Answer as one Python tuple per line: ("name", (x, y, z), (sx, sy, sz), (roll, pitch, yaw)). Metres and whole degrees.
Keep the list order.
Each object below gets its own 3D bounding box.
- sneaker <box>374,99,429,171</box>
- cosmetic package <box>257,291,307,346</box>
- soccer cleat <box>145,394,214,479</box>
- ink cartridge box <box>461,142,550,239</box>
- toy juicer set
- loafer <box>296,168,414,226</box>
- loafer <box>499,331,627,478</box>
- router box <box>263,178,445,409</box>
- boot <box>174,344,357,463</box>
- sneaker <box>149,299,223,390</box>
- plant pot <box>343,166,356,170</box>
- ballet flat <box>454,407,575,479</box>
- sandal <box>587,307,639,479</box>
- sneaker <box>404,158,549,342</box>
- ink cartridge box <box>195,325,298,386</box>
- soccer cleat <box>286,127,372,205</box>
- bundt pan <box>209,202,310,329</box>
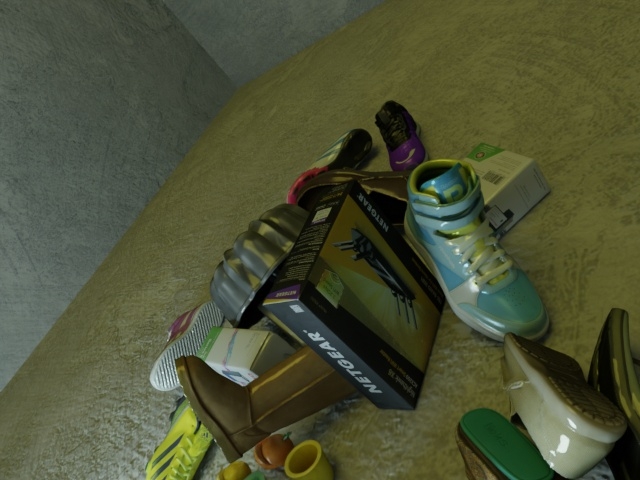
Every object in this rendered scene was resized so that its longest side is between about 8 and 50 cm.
("sneaker", (0.199, -0.283, 1.387), (0.102, 0.146, 0.293), (-31, 30, 22))
("cosmetic package", (0.024, 0.122, 1.070), (0.224, 0.138, 0.225), (-49, 28, -12))
("soccer cleat", (-0.275, 0.432, 1.074), (0.121, 0.093, 0.289), (-21, 35, 24))
("ink cartridge box", (0.304, -0.075, 1.026), (0.219, 0.092, 0.160), (-43, 30, 1))
("toy juicer set", (-0.147, 0.438, 0.848), (0.329, 0.089, 0.209), (-43, 24, -24))
("loafer", (0.087, -0.088, 1.194), (0.366, 0.133, 0.130), (-5, 30, 32))
("loafer", (0.271, 0.190, 0.640), (0.268, 0.102, 0.092), (-37, -32, -79))
("router box", (0.077, 0.094, 0.858), (0.081, 0.309, 0.243), (-13, 41, 43))
("boot", (-0.079, 0.225, 0.882), (0.270, 0.236, 0.089), (-28, 32, -10))
("sneaker", (-0.380, 0.291, 1.405), (0.161, 0.102, 0.282), (-21, 24, 41))
("plant pot", (0.101, -0.116, 1.326), (0.095, 0.134, 0.134), (-66, 25, 14))
("ballet flat", (0.249, 0.306, 0.562), (0.108, 0.106, 0.316), (-9, 17, -8))
("sandal", (0.364, 0.211, 0.572), (0.086, 0.120, 0.302), (0, 44, 8))
("sneaker", (0.229, 0.003, 0.802), (0.127, 0.208, 0.319), (-32, 56, -9))
("ink cartridge box", (-0.133, 0.254, 1.067), (0.212, 0.154, 0.093), (-8, 46, 46))
("soccer cleat", (0.026, -0.202, 1.559), (0.331, 0.116, 0.143), (-45, 12, -8))
("bundt pan", (-0.125, 0.050, 1.186), (0.331, 0.124, 0.331), (-50, -10, -12))
